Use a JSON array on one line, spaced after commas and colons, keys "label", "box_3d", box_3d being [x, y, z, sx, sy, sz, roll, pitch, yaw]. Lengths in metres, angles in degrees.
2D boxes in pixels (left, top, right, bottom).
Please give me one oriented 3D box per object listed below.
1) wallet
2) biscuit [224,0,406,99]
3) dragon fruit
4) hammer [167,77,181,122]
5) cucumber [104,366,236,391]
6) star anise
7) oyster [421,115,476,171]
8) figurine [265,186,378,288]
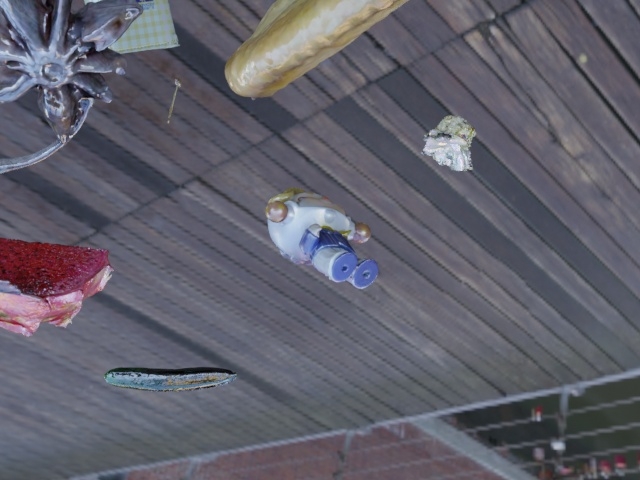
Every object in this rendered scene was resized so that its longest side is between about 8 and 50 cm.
[{"label": "wallet", "box_3d": [-0.452, -0.594, 1.945, 0.077, 0.223, 0.310, -1, 105, 44]}, {"label": "biscuit", "box_3d": [0.045, -0.358, 1.160, 0.446, 0.429, 0.104, -23, 114, 43]}, {"label": "dragon fruit", "box_3d": [-0.455, 0.083, 1.252, 0.274, 0.161, 0.126, 7, 114, -20]}, {"label": "hammer", "box_3d": [-0.356, -0.337, 2.028, 0.014, 0.123, 0.029, 2, 154, 16]}, {"label": "cucumber", "box_3d": [-0.210, 0.195, 1.178, 0.184, 0.036, 0.033, 4, 167, -21]}, {"label": "star anise", "box_3d": [-0.428, -0.281, 1.275, 0.359, 0.139, 0.316, -24, 131, 5]}, {"label": "oyster", "box_3d": [0.285, -0.214, 1.825, 0.133, 0.072, 0.209, 30, 170, 22]}, {"label": "figurine", "box_3d": [0.010, 0.003, 1.428, 0.194, 0.274, 0.133, 2, 115, -48]}]
